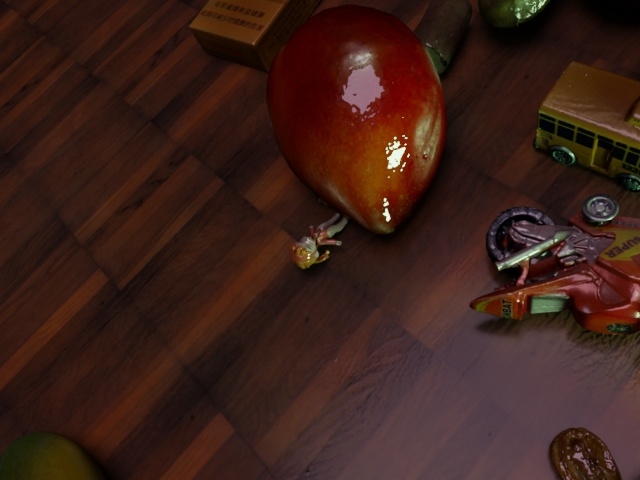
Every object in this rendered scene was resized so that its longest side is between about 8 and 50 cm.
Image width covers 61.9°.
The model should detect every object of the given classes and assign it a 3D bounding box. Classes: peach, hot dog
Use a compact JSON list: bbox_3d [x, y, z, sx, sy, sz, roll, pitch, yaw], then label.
[{"bbox_3d":[0.043,-0.190,0.764,0.258,0.201,0.361,-16,58,10],"label":"peach"},{"bbox_3d":[0.281,0.242,0.566,0.058,0.035,0.083,-23,59,3],"label":"hot dog"}]

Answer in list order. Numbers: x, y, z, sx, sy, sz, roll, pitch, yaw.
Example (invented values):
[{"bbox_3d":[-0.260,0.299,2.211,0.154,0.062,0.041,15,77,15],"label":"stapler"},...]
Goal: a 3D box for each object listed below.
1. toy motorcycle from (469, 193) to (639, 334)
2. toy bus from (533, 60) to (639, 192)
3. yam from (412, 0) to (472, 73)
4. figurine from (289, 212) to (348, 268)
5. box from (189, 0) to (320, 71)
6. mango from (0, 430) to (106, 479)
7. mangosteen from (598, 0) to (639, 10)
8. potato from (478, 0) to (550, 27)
[{"bbox_3d":[0.336,0.041,0.615,0.298,0.089,0.171,8,69,23],"label":"toy motorcycle"},{"bbox_3d":[0.386,-0.140,0.674,0.201,0.114,0.098,33,80,30],"label":"toy bus"},{"bbox_3d":[0.190,-0.334,0.861,0.084,0.084,0.127,19,72,26],"label":"yam"},{"bbox_3d":[0.000,0.000,0.783,0.064,0.047,0.109,25,54,35],"label":"figurine"},{"bbox_3d":[-0.103,-0.470,1.035,0.174,0.076,0.274,26,75,27],"label":"box"},{"bbox_3d":[-0.350,0.353,0.696,0.156,0.114,0.251,-48,47,4],"label":"mango"},{"bbox_3d":[0.465,-0.426,0.746,0.200,0.200,0.199,-8,62,16],"label":"mangosteen"},{"bbox_3d":[0.323,-0.428,0.832,0.149,0.113,0.251,-15,53,55],"label":"potato"}]
